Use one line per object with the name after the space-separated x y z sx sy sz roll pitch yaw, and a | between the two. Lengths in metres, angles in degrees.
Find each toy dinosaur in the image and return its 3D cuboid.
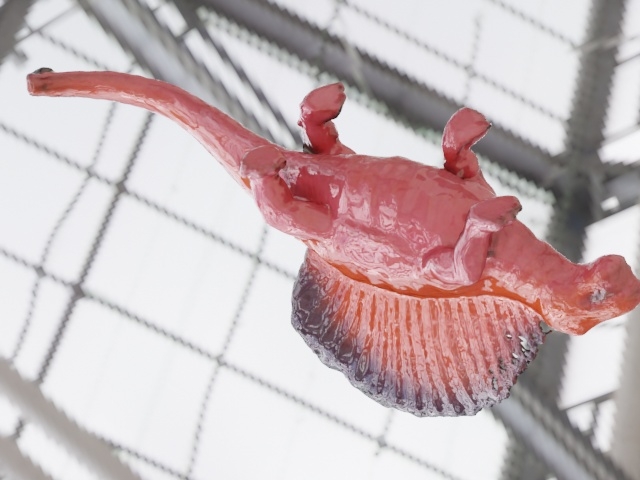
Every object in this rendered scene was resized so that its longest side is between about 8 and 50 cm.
0.004 0.007 0.863 0.070 0.286 0.139 -50 -36 -42 | toy dinosaur
